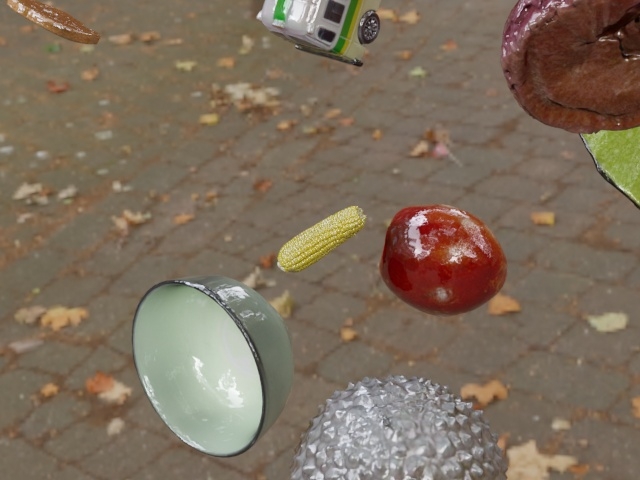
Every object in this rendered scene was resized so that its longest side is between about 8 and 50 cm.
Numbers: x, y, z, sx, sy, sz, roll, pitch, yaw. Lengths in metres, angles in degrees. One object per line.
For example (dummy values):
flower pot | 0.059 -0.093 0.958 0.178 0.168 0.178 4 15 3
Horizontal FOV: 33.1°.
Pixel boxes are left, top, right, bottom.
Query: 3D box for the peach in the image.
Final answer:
peach | 0.227 0.041 1.980 0.243 0.199 0.243 26 -9 4

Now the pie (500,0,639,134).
pie | 0.225 -0.149 0.814 0.182 0.182 0.049 -2 55 5

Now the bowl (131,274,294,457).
bowl | -0.177 0.215 2.062 0.354 0.354 0.185 15 26 36

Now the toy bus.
toy bus | 0.022 -0.459 1.758 0.143 0.305 0.179 23 8 36

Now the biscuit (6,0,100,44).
biscuit | -0.352 -0.288 1.412 0.130 0.019 0.102 33 15 25

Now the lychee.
lychee | 0.097 0.301 1.386 0.300 0.300 0.300 -4 25 2

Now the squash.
squash | 0.337 -0.099 1.060 0.192 0.085 0.184 35 34 -18

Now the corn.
corn | 0.000 0.000 2.151 0.206 0.067 0.067 -32 20 16
